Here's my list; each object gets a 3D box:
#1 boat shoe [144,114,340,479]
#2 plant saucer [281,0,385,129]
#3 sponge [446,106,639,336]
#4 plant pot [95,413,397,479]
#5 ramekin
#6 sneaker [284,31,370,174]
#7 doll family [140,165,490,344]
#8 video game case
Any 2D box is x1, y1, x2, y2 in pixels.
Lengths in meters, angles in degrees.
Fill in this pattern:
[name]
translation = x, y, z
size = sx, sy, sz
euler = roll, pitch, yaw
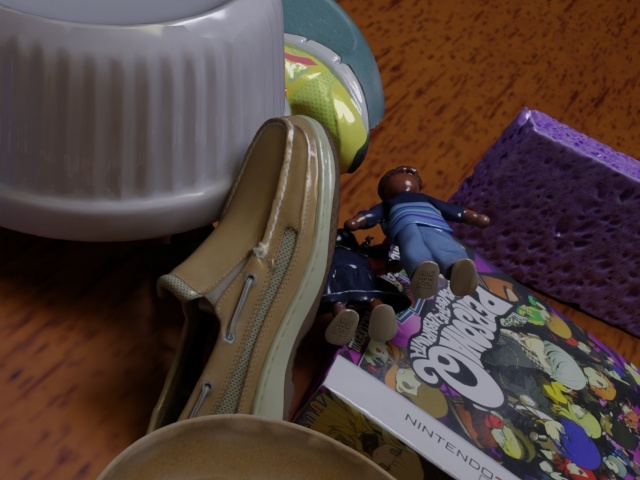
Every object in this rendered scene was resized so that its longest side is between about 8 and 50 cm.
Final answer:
[boat shoe]
translation = -0.043, 0.025, 0.713
size = 0.072, 0.068, 0.190
euler = 16, 77, -27
[plant saucer]
translation = -0.024, -0.159, 1.108
size = 0.195, 0.037, 0.195
euler = 28, 31, -18
[sponge]
translation = 0.195, -0.006, 1.046
size = 0.210, 0.117, 0.031
euler = 23, 35, -24
[plant pot]
translation = -0.010, 0.183, 0.626
size = 0.236, 0.032, 0.236
euler = 24, 41, -23
[ramekin]
translation = -0.114, -0.100, 0.779
size = 0.207, 0.109, 0.207
euler = 5, 35, -3
[sneaker]
translation = -0.061, -0.106, 0.967
size = 0.208, 0.081, 0.094
euler = 39, 37, 15
[doll family]
translation = 0.000, 0.000, 0.832
size = 0.193, 0.076, 0.111
euler = 9, 24, -17
[video game case]
translation = 0.105, 0.098, 0.881
size = 0.210, 0.042, 0.232
euler = 36, 30, -2
